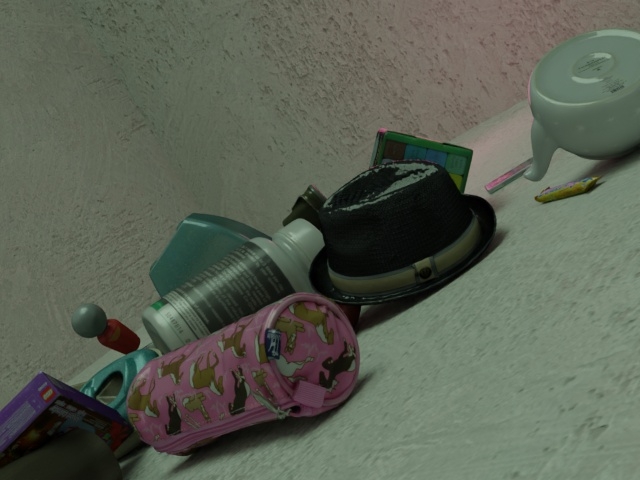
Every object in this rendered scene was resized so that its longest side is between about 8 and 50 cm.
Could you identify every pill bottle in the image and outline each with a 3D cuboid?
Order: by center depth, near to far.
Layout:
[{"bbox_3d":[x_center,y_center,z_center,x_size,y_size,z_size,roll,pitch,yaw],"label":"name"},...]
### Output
[{"bbox_3d":[-0.139,0.122,1.969,0.361,0.204,0.204,-34,6,-17],"label":"pill bottle"}]

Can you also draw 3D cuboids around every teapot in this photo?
[{"bbox_3d":[0.487,-0.227,1.756,0.256,0.187,0.252,5,49,36],"label":"teapot"}]

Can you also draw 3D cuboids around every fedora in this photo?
[{"bbox_3d":[0.118,-0.035,1.725,0.334,0.153,0.334,-17,27,9],"label":"fedora"}]

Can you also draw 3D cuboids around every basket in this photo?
[{"bbox_3d":[-0.411,0.384,1.511,0.204,0.154,0.227,-3,18,37],"label":"basket"}]

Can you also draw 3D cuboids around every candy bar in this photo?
[{"bbox_3d":[0.409,-0.084,1.714,0.040,0.018,0.161,-34,7,-19],"label":"candy bar"}]

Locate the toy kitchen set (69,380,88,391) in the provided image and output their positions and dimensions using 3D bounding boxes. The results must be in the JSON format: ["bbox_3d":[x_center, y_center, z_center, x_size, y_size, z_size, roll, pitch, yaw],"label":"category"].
[{"bbox_3d":[-0.449,0.354,2.297,0.207,0.122,0.166,-13,-2,-20],"label":"toy kitchen set"}]

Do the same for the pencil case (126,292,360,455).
[{"bbox_3d":[-0.119,0.198,1.459,0.167,0.160,0.386,-20,-4,-44],"label":"pencil case"}]

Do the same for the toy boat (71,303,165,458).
[{"bbox_3d":[-0.398,0.258,1.935,0.267,0.148,0.318,-38,39,18],"label":"toy boat"}]

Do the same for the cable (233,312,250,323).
[{"bbox_3d":[-0.195,0.249,1.777,0.287,0.072,0.139,-39,-31,-35],"label":"cable"}]

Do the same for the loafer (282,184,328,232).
[{"bbox_3d":[-0.029,-0.038,2.268,0.087,0.094,0.251,-41,-12,-19],"label":"loafer"}]

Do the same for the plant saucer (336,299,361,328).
[{"bbox_3d":[-0.059,0.195,1.711,0.259,0.048,0.258,-28,7,28],"label":"plant saucer"}]

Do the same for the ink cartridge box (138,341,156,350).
[{"bbox_3d":[-0.313,0.262,2.093,0.175,0.127,0.072,-31,5,12],"label":"ink cartridge box"}]

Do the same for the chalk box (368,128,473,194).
[{"bbox_3d":[0.187,-0.113,2.019,0.179,0.180,0.289,13,8,-2],"label":"chalk box"}]

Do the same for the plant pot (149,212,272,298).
[{"bbox_3d":[-0.220,0.070,2.224,0.247,0.252,0.248,-55,4,6],"label":"plant pot"}]

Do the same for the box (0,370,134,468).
[{"bbox_3d":[-0.439,0.332,1.659,0.201,0.057,0.293,-45,-24,-6],"label":"box"}]

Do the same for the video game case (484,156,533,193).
[{"bbox_3d":[0.409,-0.140,2.217,0.122,0.011,0.087,-31,6,8],"label":"video game case"}]
